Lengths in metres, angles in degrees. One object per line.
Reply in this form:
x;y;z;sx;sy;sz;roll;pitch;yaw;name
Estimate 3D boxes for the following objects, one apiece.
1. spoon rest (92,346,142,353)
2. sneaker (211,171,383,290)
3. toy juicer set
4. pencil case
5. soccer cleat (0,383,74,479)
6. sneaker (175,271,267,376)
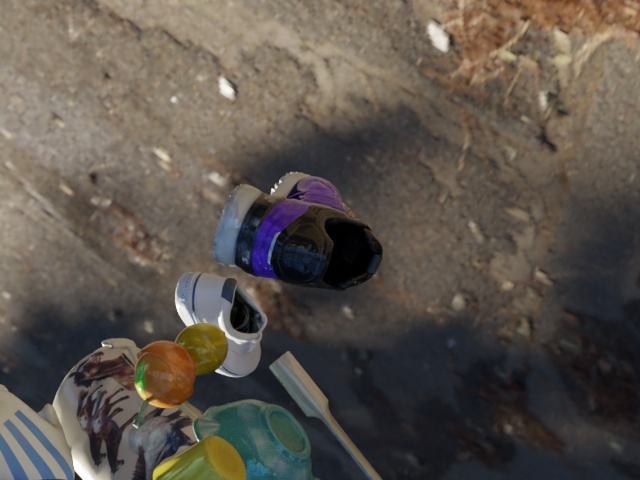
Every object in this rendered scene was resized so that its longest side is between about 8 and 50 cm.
-0.324;0.290;2.156;0.276;0.137;0.084;43;133;28;spoon rest
0.000;0.001;1.245;0.146;0.102;0.293;19;-168;13;sneaker
-0.079;0.185;1.188;0.329;0.089;0.209;17;-144;-57;toy juicer set
-0.164;0.268;1.400;0.410;0.184;0.160;30;-177;42;pencil case
-0.392;0.216;1.277;0.116;0.143;0.331;-22;155;17;soccer cleat
-0.120;0.128;1.664;0.091;0.094;0.258;6;155;20;sneaker
